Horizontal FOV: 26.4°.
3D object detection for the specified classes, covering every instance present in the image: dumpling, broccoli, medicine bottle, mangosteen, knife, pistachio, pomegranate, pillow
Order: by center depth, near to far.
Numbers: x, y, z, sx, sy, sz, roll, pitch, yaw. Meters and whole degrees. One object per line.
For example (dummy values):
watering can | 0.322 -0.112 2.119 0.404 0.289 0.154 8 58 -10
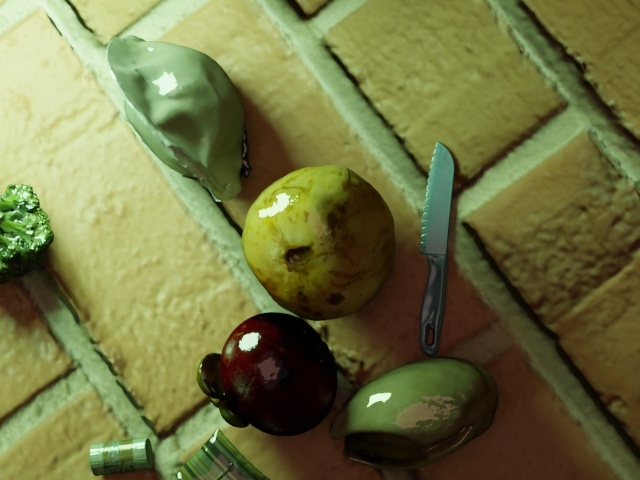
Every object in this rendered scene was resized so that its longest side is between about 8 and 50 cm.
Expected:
pistachio | 0.128 0.236 1.873 0.238 0.153 0.137 -24 120 5
mangosteen | -0.075 0.191 1.887 0.200 0.200 0.199 -1 82 7
pomegranate | 0.000 0.000 1.894 0.215 0.215 0.215 -1 82 7
pillow | -0.177 0.377 1.935 0.113 0.038 0.203 43 89 8
dumpling | -0.192 -0.193 1.936 0.163 0.204 0.293 -29 70 -9
medicine bottle | -0.285 0.309 1.953 0.083 0.047 0.047 -8 81 5
knife | 0.164 0.011 1.959 0.045 0.019 0.313 5 81 10
broccoli | -0.466 -0.013 1.985 0.146 0.138 0.162 -31 48 -5
